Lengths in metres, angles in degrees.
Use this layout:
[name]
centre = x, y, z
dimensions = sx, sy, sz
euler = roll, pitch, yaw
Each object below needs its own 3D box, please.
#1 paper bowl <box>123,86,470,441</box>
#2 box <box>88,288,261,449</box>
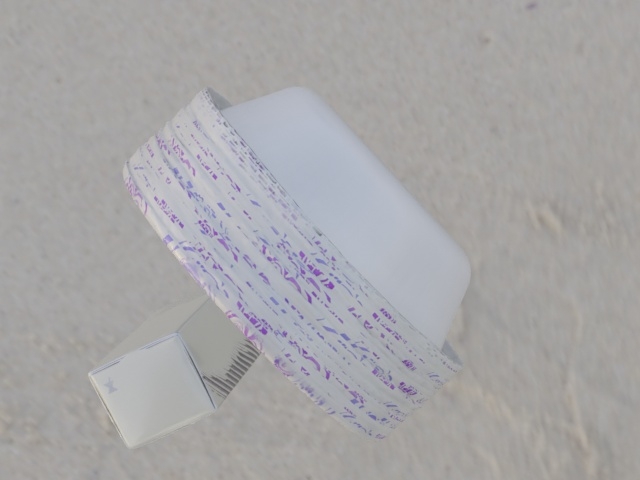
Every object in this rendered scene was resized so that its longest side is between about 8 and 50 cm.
[paper bowl]
centre = 0.000, 0.000, 1.268
dimensions = 0.148, 0.284, 0.284
euler = -43, 57, 3
[box]
centre = -0.145, 0.124, 1.817
dimensions = 0.113, 0.275, 0.094
euler = -25, 96, 14
